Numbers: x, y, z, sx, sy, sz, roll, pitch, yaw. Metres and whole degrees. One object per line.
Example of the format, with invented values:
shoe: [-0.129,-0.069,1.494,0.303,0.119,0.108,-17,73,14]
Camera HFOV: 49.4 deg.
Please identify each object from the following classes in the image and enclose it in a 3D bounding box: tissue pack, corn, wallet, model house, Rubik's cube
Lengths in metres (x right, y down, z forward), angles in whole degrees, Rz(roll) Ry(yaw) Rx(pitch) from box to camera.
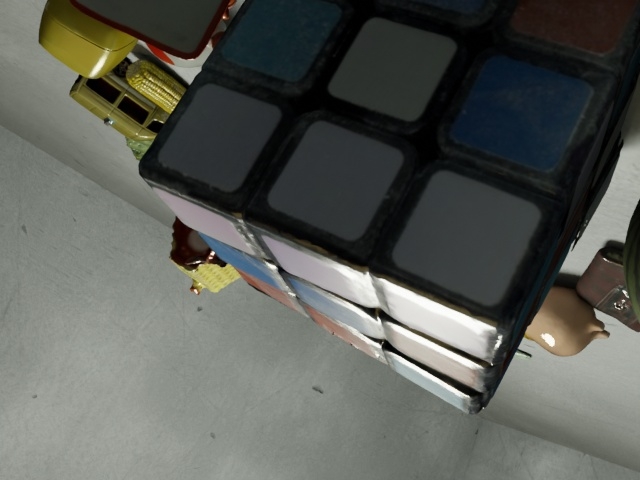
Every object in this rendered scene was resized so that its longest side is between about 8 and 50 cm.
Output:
tissue pack: [-0.313,-0.326,0.992,0.123,0.178,0.127,32,126,-15]
corn: [-0.297,-0.284,1.348,0.085,0.063,0.165,1,153,44]
wallet: [0.520,0.087,1.138,0.182,0.049,0.229,27,166,19]
model house: [-0.229,-0.001,1.554,0.160,0.254,0.196,28,169,15]
Rubik's cube: [0.089,-0.076,0.717,0.362,0.363,0.359,28,163,20]

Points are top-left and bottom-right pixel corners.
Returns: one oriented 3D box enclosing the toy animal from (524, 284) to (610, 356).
toy animal: [0.426,0.142,1.337,0.248,0.149,0.165,6,143,39]

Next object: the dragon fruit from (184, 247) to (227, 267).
dragon fruit: [-0.115,-0.140,1.136,0.296,0.314,0.263,-9,120,33]

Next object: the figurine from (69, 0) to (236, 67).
figurine: [-0.184,-0.300,0.930,0.183,0.160,0.226,27,176,6]

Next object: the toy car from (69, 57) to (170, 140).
toy car: [-0.379,-0.271,1.430,0.256,0.124,0.101,36,166,-27]

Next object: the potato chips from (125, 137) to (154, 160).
potato chips: [-0.306,-0.183,1.731,0.429,0.070,0.358,26,166,2]

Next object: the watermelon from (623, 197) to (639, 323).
watermelon: [0.451,0.043,0.611,0.359,0.279,0.279,32,167,-5]

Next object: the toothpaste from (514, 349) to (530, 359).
toothpaste: [0.510,0.304,2.010,0.197,0.029,0.048,21,165,18]
